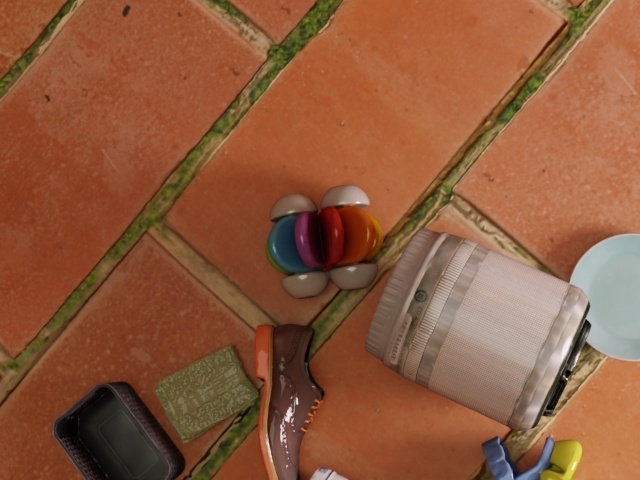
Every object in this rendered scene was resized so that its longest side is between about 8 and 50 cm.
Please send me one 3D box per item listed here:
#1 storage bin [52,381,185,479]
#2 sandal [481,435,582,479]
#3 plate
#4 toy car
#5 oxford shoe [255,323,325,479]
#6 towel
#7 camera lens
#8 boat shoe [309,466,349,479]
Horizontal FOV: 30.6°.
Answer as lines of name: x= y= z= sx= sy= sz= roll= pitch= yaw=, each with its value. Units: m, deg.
storage bin: x=-0.311 y=0.319 z=1.811 sx=0.122 sy=0.084 sz=0.180 roll=-40 pitch=80 yaw=5
sandal: x=0.255 y=0.412 z=1.686 sx=0.138 sy=0.126 sz=0.317 roll=24 pitch=82 yaw=15
plate: x=0.457 y=0.083 z=1.719 sx=0.188 sy=0.024 sz=0.188 roll=-1 pitch=85 yaw=10
toy car: x=0.000 y=0.000 z=1.753 sx=0.182 sy=0.136 sz=0.159 roll=-10 pitch=84 yaw=10
oxford shoe: x=-0.042 y=0.259 z=1.762 sx=0.098 sy=0.097 sz=0.271 roll=-5 pitch=84 yaw=4
towel: x=-0.178 y=0.237 z=1.822 sx=0.148 sy=0.027 sz=0.110 roll=-31 pitch=80 yaw=7
camera lens: x=0.228 y=0.125 z=1.657 sx=0.274 sy=0.219 sz=0.219 roll=24 pitch=90 yaw=11
boat shoe: x=-0.016 y=0.470 z=1.737 sx=0.084 sy=0.095 sz=0.258 roll=22 pitch=90 yaw=16
